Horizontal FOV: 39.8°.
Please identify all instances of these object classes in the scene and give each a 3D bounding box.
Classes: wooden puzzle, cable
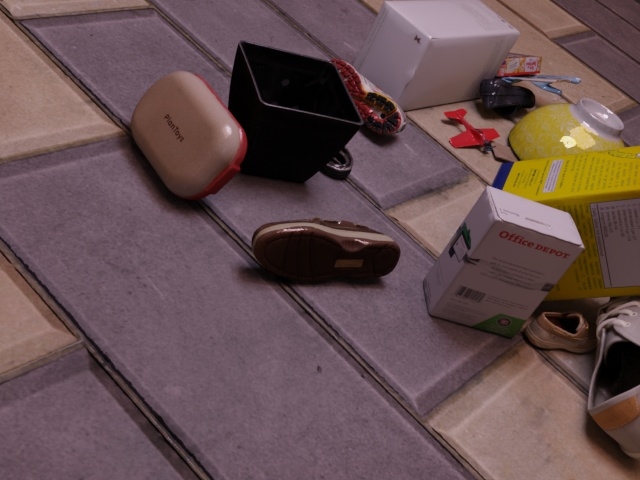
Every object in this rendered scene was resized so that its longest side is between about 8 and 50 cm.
[{"bbox_3d":[0.410,-0.192,1.958,0.116,0.014,0.078,20,32,-12],"label":"wooden puzzle"},{"bbox_3d":[-0.028,-0.236,1.659,0.140,0.072,0.287,1,44,-26],"label":"cable"}]

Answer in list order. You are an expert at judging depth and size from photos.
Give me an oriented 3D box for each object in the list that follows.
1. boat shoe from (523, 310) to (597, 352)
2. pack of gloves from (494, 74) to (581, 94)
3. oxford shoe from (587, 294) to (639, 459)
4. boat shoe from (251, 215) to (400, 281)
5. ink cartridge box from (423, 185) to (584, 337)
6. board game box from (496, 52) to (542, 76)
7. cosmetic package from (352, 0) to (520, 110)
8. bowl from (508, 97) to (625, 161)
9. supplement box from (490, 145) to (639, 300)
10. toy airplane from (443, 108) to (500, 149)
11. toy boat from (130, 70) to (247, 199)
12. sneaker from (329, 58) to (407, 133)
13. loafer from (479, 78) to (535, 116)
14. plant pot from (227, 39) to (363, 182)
[{"bbox_3d":[0.425,0.150,1.499,0.170,0.059,0.063,3,42,-34],"label":"boat shoe"},{"bbox_3d":[0.509,-0.381,2.169,0.232,0.046,0.195,11,18,37],"label":"pack of gloves"},{"bbox_3d":[0.517,0.148,1.451,0.130,0.169,0.449,36,43,-12],"label":"oxford shoe"},{"bbox_3d":[-0.003,0.007,1.373,0.257,0.095,0.095,9,25,-35],"label":"boat shoe"},{"bbox_3d":[0.287,0.038,1.406,0.160,0.219,0.092,17,37,-17],"label":"ink cartridge box"},{"bbox_3d":[0.439,-0.445,2.210,0.147,0.045,0.193,19,23,41],"label":"board game box"},{"bbox_3d":[0.263,-0.421,1.985,0.366,0.197,0.155,-15,53,-46],"label":"cosmetic package"},{"bbox_3d":[0.586,-0.226,1.985,0.290,0.156,0.289,21,34,-15],"label":"bowl"},{"bbox_3d":[0.481,-0.032,1.493,0.357,0.194,0.195,-5,26,25],"label":"supplement box"},{"bbox_3d":[0.329,-0.246,1.944,0.151,0.028,0.151,11,39,-9],"label":"toy airplane"},{"bbox_3d":[-0.195,-0.162,1.422,0.231,0.151,0.151,53,11,29],"label":"toy boat"},{"bbox_3d":[0.085,-0.287,1.808,0.225,0.088,0.093,45,18,21],"label":"sneaker"},{"bbox_3d":[0.447,-0.334,2.115,0.076,0.078,0.223,6,3,38],"label":"loafer"},{"bbox_3d":[-0.064,-0.206,1.514,0.187,0.167,0.188,7,40,-27],"label":"plant pot"}]
